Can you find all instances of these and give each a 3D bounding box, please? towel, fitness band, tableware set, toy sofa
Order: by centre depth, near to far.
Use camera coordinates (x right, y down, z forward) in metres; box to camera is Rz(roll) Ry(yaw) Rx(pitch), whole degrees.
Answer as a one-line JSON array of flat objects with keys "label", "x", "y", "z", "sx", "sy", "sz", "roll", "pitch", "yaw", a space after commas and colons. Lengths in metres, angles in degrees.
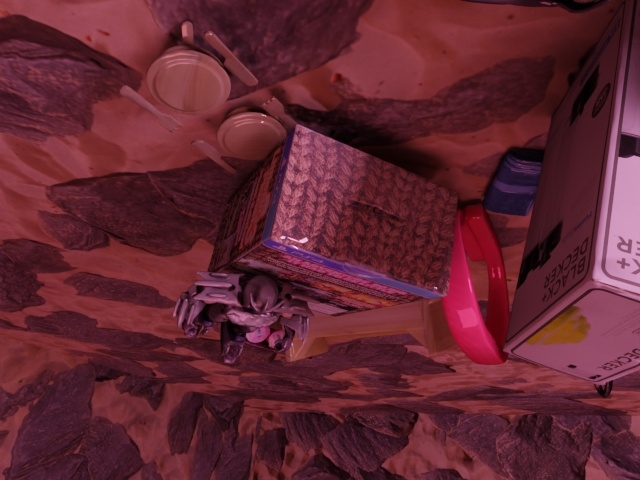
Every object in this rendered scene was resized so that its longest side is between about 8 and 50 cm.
[{"label": "tableware set", "x": -0.114, "y": -0.158, "z": 0.570, "sx": 0.128, "sy": 0.039, "sz": 0.194, "roll": -21, "pitch": 149, "yaw": 23}, {"label": "towel", "x": 0.260, "y": -0.073, "z": 0.648, "sx": 0.067, "sy": 0.029, "sz": 0.119, "roll": 6, "pitch": 153, "yaw": 4}, {"label": "fitness band", "x": 0.233, "y": 0.070, "z": 0.734, "sx": 0.054, "sy": 0.209, "sz": 0.291, "roll": -7, "pitch": 152, "yaw": 29}, {"label": "toy sofa", "x": 0.094, "y": 0.145, "z": 1.015, "sx": 0.363, "sy": 0.177, "sz": 0.150, "roll": -13, "pitch": 171, "yaw": 34}]

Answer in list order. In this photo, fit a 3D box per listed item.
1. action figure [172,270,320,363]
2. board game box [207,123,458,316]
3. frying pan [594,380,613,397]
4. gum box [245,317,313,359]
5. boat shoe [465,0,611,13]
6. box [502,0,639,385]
[{"label": "action figure", "x": -0.114, "y": 0.107, "z": 0.692, "sx": 0.185, "sy": 0.099, "sz": 0.285, "roll": 23, "pitch": 155, "yaw": -18}, {"label": "board game box", "x": 0.000, "y": 0.000, "z": 0.684, "sx": 0.232, "sy": 0.141, "sz": 0.291, "roll": 19, "pitch": 160, "yaw": -22}, {"label": "frying pan", "x": 0.390, "y": 0.062, "z": 0.632, "sx": 0.053, "sy": 0.326, "sz": 0.197, "roll": -23, "pitch": -179, "yaw": -16}, {"label": "gum box", "x": -0.100, "y": 0.210, "z": 1.179, "sx": 0.188, "sy": 0.107, "sz": 0.062, "roll": 21, "pitch": 110, "yaw": -24}, {"label": "boat shoe", "x": 0.191, "y": -0.207, "z": 0.338, "sx": 0.285, "sy": 0.092, "sz": 0.103, "roll": 4, "pitch": 152, "yaw": 7}, {"label": "box", "x": 0.249, "y": -0.044, "z": 0.414, "sx": 0.087, "sy": 0.290, "sz": 0.169, "roll": 18, "pitch": 155, "yaw": 9}]
